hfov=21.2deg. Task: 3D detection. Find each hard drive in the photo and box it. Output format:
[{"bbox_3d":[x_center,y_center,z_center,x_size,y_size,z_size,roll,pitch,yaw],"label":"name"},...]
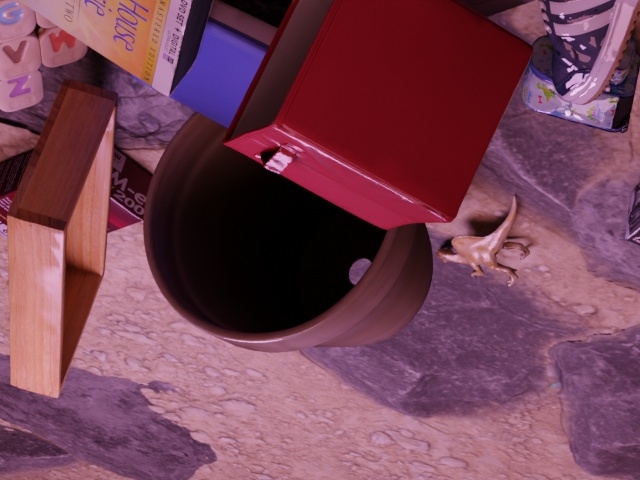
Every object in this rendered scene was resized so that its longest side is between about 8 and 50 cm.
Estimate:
[{"bbox_3d":[-0.107,-0.188,1.845,0.319,0.040,0.210,29,158,29],"label":"hard drive"}]

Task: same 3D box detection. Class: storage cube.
[{"bbox_3d":[0.050,-0.134,1.602,0.193,0.215,0.184,28,170,-15],"label":"storage cube"}]

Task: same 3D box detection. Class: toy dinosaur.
[{"bbox_3d":[0.212,0.012,2.133,0.093,0.053,0.183,30,148,-19],"label":"toy dinosaur"}]

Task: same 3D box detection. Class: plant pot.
[{"bbox_3d":[0.000,0.000,2.012,0.323,0.323,0.280,0,162,27],"label":"plant pot"}]

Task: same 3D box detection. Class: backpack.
[{"bbox_3d":[0.269,-0.174,1.753,0.114,0.105,0.084,12,127,10],"label":"backpack"}]

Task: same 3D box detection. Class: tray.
[{"bbox_3d":[-0.321,0.008,2.098,0.076,0.202,0.411,16,147,0],"label":"tray"}]

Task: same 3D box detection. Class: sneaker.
[{"bbox_3d":[0.202,-0.234,1.458,0.153,0.099,0.282,11,144,-3],"label":"sneaker"}]

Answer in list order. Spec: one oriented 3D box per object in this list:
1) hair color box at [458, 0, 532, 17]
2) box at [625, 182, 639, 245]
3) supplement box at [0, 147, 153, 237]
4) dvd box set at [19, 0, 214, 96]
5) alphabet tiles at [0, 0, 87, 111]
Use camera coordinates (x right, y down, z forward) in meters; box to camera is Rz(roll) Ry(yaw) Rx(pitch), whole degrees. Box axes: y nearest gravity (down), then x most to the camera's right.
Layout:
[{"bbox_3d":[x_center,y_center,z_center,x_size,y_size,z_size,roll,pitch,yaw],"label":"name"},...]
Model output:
[{"bbox_3d":[0.203,-0.328,1.516,0.374,0.113,0.185,-14,139,42],"label":"hair color box"},{"bbox_3d":[0.532,-0.022,1.896,0.307,0.076,0.242,22,149,-10],"label":"box"},{"bbox_3d":[-0.344,-0.060,2.267,0.239,0.073,0.130,-18,135,42],"label":"supplement box"},{"bbox_3d":[-0.291,-0.333,1.665,0.420,0.062,0.307,33,157,1],"label":"dvd box set"},{"bbox_3d":[-0.400,-0.216,1.916,0.284,0.021,0.278,-18,149,-16],"label":"alphabet tiles"}]
